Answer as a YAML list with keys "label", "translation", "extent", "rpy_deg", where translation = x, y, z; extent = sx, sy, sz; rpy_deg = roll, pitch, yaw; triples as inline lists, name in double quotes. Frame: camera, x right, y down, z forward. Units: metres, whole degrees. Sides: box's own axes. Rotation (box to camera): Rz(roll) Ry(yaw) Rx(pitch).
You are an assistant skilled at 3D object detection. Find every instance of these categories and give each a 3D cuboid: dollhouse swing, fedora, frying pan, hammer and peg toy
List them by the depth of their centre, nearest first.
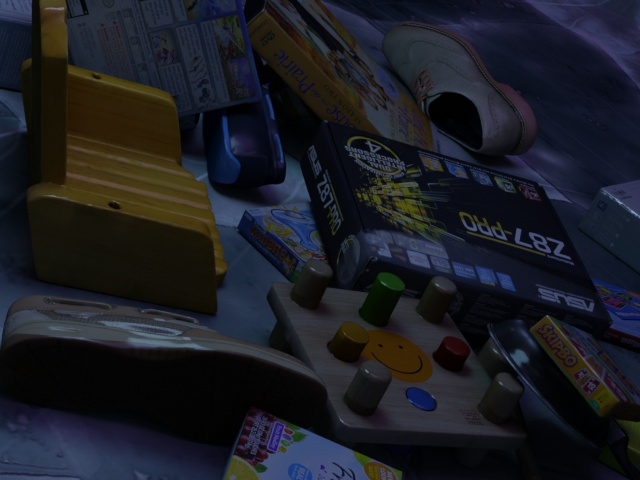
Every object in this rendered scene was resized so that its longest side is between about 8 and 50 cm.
- label: "frying pan"
  translation: [0.317, 0.211, 1.419]
  extent: [0.326, 0.053, 0.197]
  rpy_deg: [48, 12, 13]
- label: "hammer and peg toy"
  translation: [0.135, 0.152, 1.426]
  extent: [0.361, 0.127, 0.266]
  rpy_deg: [9, 32, -29]
- label: "dollhouse swing"
  translation: [-0.231, -0.155, 1.472]
  extent: [0.315, 0.305, 0.347]
  rpy_deg: [13, 29, -22]
- label: "fedora"
  translation: [-0.061, -0.245, 1.973]
  extent: [0.194, 0.079, 0.194]
  rpy_deg: [63, 5, -9]

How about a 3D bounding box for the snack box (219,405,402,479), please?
- label: "snack box"
  translation: [-0.020, 0.271, 1.154]
  extent: [0.174, 0.070, 0.207]
  rpy_deg: [24, 28, -2]

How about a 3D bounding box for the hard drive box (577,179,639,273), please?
- label: "hard drive box"
  translation: [0.603, -0.003, 2.131]
  extent: [0.232, 0.089, 0.181]
  rpy_deg: [41, 31, 28]

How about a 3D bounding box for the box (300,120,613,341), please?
- label: "box"
  translation: [0.184, -0.002, 1.706]
  extent: [0.395, 0.097, 0.318]
  rpy_deg: [15, 36, -24]

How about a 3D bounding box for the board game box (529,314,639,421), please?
- label: "board game box"
  translation: [0.327, 0.157, 1.429]
  extent: [0.124, 0.039, 0.259]
  rpy_deg: [53, 10, 22]

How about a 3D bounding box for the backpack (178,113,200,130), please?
- label: "backpack"
  translation: [-0.220, -0.220, 1.818]
  extent: [0.084, 0.105, 0.114]
  rpy_deg: [-4, 34, -6]

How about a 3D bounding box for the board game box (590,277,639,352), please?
- label: "board game box"
  translation: [0.412, 0.099, 1.861]
  extent: [0.281, 0.027, 0.145]
  rpy_deg: [19, 30, -13]

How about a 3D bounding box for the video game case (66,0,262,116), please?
- label: "video game case"
  translation: [-0.225, -0.296, 1.662]
  extent: [0.244, 0.269, 0.061]
  rpy_deg: [-11, 36, 0]

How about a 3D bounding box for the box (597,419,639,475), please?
- label: "box"
  translation: [0.450, 0.285, 1.549]
  extent: [0.178, 0.042, 0.109]
  rpy_deg: [30, 28, 8]

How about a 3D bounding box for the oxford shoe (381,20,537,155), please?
- label: "oxford shoe"
  translation: [0.234, -0.298, 2.295]
  extent: [0.146, 0.140, 0.397]
  rpy_deg: [-13, 43, -40]

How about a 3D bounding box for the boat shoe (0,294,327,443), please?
- label: "boat shoe"
  translation: [-0.156, 0.120, 1.249]
  extent: [0.341, 0.122, 0.110]
  rpy_deg: [14, 30, -18]

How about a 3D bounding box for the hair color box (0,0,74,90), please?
- label: "hair color box"
  translation: [-0.512, -0.319, 1.731]
  extent: [0.374, 0.114, 0.185]
  rpy_deg: [8, 32, -32]

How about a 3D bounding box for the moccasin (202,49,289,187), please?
- label: "moccasin"
  translation: [-0.112, -0.186, 1.839]
  extent: [0.116, 0.138, 0.342]
  rpy_deg: [12, 44, -16]

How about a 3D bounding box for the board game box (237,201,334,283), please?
- label: "board game box"
  translation: [0.000, 0.000, 1.681]
  extent: [0.136, 0.035, 0.201]
  rpy_deg: [42, 31, 28]

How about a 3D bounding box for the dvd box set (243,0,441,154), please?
- label: "dvd box set"
  translation: [0.042, -0.250, 1.939]
  extent: [0.420, 0.062, 0.308]
  rpy_deg: [45, 21, -19]
